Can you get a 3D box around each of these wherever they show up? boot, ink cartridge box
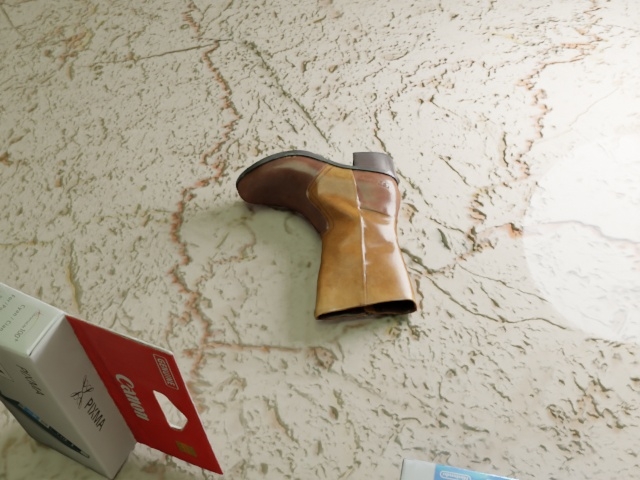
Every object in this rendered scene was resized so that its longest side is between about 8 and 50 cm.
[{"bbox_3d":[0.000,0.000,1.115,0.263,0.096,0.281,1,56,-4],"label":"boot"},{"bbox_3d":[-0.258,0.179,0.821,0.261,0.296,0.066,18,54,19],"label":"ink cartridge box"}]

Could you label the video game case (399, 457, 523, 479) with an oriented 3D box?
[{"bbox_3d":[0.199,0.376,0.771,0.269,0.061,0.244,7,51,11],"label":"video game case"}]
